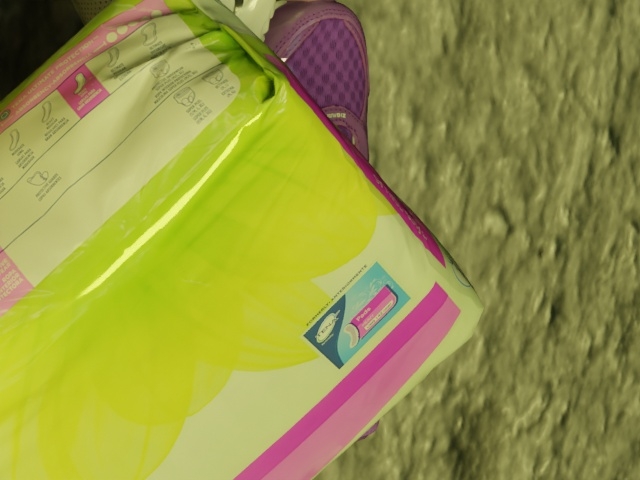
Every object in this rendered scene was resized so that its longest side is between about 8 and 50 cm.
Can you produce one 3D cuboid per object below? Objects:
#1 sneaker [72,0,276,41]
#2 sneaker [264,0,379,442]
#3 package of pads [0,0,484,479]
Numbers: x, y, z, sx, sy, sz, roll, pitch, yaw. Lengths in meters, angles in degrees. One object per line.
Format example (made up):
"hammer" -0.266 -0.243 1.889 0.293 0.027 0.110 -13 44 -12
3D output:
"sneaker" -0.145 -0.210 0.773 0.210 0.137 0.366 -23 111 -33
"sneaker" 0.000 0.000 0.972 0.095 0.104 0.236 0 101 -40
"package of pads" -0.098 0.057 0.814 0.296 0.101 0.229 -43 144 1
